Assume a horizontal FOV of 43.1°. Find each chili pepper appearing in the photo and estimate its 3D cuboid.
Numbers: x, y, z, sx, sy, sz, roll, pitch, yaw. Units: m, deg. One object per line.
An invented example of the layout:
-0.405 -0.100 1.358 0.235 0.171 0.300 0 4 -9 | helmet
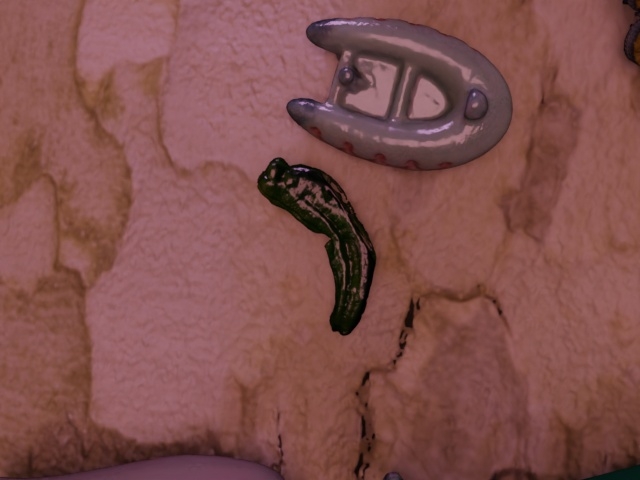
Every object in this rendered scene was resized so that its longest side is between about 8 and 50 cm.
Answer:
0.007 -0.001 0.774 0.073 0.050 0.182 -27 93 -2 | chili pepper

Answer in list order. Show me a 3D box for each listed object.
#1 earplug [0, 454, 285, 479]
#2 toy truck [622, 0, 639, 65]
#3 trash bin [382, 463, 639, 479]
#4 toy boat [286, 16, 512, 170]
-0.170 0.273 0.753 0.301 0.172 0.172 -13 91 -1 | earplug
0.346 -0.244 0.652 0.157 0.124 0.272 -20 125 -9 | toy truck
0.254 0.303 0.675 0.381 0.259 0.295 -20 90 -1 | trash bin
0.075 -0.136 0.749 0.207 0.079 0.134 17 91 5 | toy boat
